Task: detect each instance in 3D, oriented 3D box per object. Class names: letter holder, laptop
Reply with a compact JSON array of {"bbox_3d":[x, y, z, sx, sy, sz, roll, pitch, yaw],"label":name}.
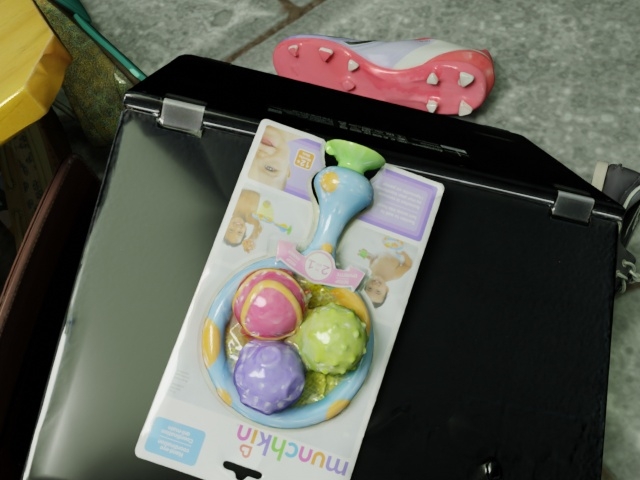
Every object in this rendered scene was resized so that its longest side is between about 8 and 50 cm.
[{"bbox_3d":[-0.166,0.100,0.649,0.152,0.214,0.302,7,67,11],"label":"letter holder"},{"bbox_3d":[0.018,0.021,0.628,0.381,0.408,0.236,13,109,-7],"label":"laptop"}]

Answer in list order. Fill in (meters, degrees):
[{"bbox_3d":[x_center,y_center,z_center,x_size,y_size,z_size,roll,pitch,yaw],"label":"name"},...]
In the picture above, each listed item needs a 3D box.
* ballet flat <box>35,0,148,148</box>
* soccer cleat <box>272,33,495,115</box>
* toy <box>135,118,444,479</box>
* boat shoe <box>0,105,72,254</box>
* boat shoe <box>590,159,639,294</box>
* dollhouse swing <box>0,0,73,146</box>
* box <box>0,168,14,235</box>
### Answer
[{"bbox_3d":[-0.316,-0.238,0.886,0.123,0.123,0.348,-38,66,-9],"label":"ballet flat"},{"bbox_3d":[0.070,-0.192,0.834,0.248,0.083,0.095,11,38,18],"label":"soccer cleat"},{"bbox_3d":[-0.012,0.044,0.475,0.136,0.056,0.237,20,76,-3],"label":"toy"},{"bbox_3d":[-0.305,-0.067,0.773,0.089,0.104,0.285,-22,82,-3],"label":"boat shoe"},{"bbox_3d":[0.274,0.015,0.703,0.064,0.075,0.206,13,63,17],"label":"boat shoe"},{"bbox_3d":[-0.350,-0.038,0.683,0.304,0.315,0.347,-27,46,-16],"label":"dollhouse swing"},{"bbox_3d":[-0.350,-0.068,0.855,0.081,0.028,0.136,-44,70,-12],"label":"box"}]
